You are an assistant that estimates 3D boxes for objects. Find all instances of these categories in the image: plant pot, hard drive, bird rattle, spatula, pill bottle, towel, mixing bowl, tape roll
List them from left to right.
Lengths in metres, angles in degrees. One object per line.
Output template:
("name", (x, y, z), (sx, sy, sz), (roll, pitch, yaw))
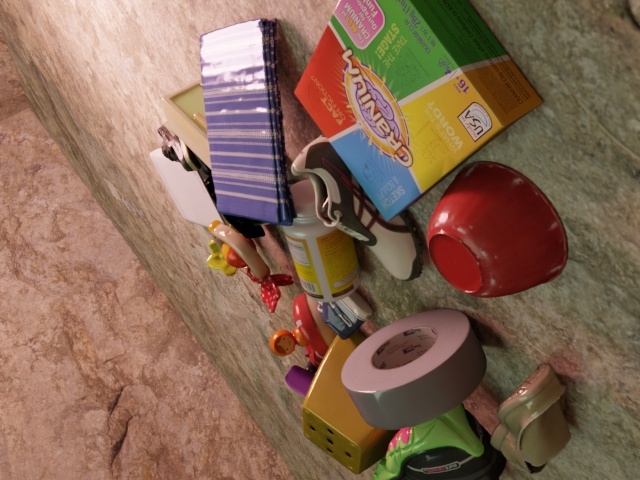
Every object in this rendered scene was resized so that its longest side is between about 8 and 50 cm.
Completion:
("hard drive", (-0.349, -0.141, 1.765), (0.353, 0.047, 0.233), (14, 133, 58))
("bird rattle", (-0.184, 0.051, 1.530), (0.253, 0.143, 0.207), (44, 168, 34))
("towel", (-0.131, -0.198, 1.115), (0.243, 0.040, 0.336), (11, 109, 52))
("spatula", (-0.025, 0.309, 1.521), (0.084, 0.030, 0.296), (29, -175, 5))
("pill bottle", (0.000, 0.000, 1.166), (0.117, 0.117, 0.215), (31, 146, 46))
("plant pot", (0.075, 0.344, 1.321), (0.212, 0.187, 0.212), (30, 146, 24))
("tape roll", (0.145, 0.196, 1.005), (0.072, 0.219, 0.219), (61, 157, -13))
("mixing bowl", (0.200, 0.004, 0.801), (0.181, 0.098, 0.181), (44, 155, 27))

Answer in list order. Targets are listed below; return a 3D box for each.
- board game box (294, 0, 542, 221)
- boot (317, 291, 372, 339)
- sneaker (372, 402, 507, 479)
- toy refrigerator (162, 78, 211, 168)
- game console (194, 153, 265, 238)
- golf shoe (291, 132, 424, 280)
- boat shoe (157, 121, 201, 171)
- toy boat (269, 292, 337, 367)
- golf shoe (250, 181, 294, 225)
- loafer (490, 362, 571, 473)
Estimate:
("board game box", (0.096, -0.181, 0.805), (0.242, 0.064, 0.316), (55, 157, 5))
("boot", (0.013, 0.110, 1.303), (0.190, 0.069, 0.086), (48, 113, 18))
("sneaker", (0.225, 0.443, 1.215), (0.202, 0.185, 0.483), (38, 161, 19))
("toy refrigerator", (-0.204, -0.215, 1.309), (0.269, 0.102, 0.094), (44, 154, 28))
("game console", (-0.241, -0.161, 1.444), (0.361, 0.044, 0.213), (58, -178, 9))
("golf shoe", (0.057, -0.040, 1.003), (0.273, 0.120, 0.105), (58, 156, -8))
("boat shoe", (-0.344, -0.221, 1.541), (0.080, 0.073, 0.223), (60, 180, -43))
("toy boat", (-0.043, 0.215, 1.455), (0.231, 0.151, 0.151), (100, 147, -65))
("golf shoe", (-0.090, -0.062, 1.305), (0.069, 0.086, 0.176), (58, 156, 0))
("loafer", (0.314, 0.264, 0.927), (0.092, 0.102, 0.268), (42, 162, 28))
